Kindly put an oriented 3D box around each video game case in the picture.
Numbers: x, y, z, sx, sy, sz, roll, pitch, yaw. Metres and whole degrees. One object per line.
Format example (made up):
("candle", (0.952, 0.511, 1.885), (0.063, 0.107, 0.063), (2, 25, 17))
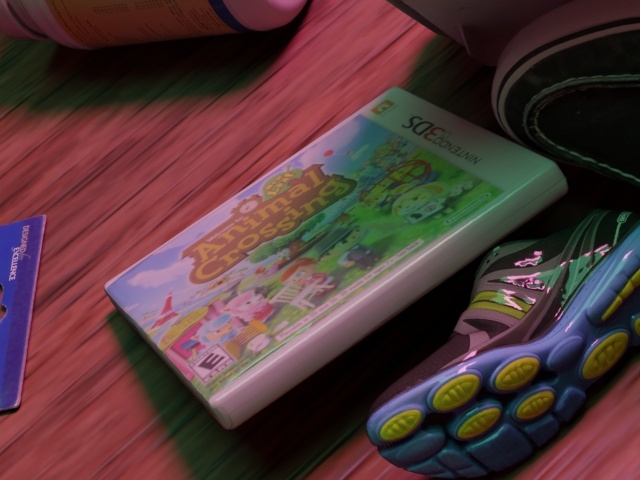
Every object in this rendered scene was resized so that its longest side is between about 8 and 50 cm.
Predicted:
("video game case", (0.000, 0.000, 0.946), (0.212, 0.023, 0.193), (-35, 26, -10))

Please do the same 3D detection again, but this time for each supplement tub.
("supplement tub", (-0.116, -0.201, 1.155), (0.200, 0.144, 0.144), (-3, 46, 24))

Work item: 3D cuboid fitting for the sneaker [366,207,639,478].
("sneaker", (0.096, 0.048, 0.862), (0.188, 0.067, 0.078), (-38, 34, -20))

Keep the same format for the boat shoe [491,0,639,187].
("boat shoe", (0.224, -0.046, 0.853), (0.306, 0.113, 0.105), (10, 46, 18))

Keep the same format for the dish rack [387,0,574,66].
("dish rack", (0.140, -0.160, 0.898), (0.285, 0.333, 0.072), (-8, 81, 22))

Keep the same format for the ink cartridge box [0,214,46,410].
("ink cartridge box", (-0.333, 0.060, 1.060), (0.333, 0.065, 0.165), (-15, 42, 11))
